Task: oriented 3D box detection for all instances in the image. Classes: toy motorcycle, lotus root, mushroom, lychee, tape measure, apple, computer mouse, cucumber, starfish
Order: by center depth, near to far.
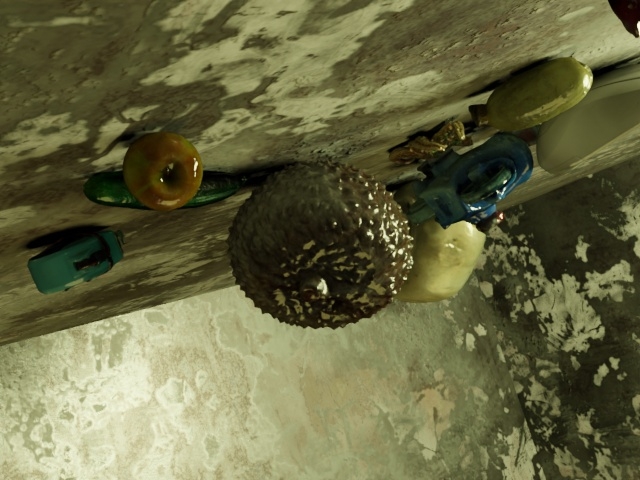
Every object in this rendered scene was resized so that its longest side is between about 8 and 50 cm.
[{"bbox_3d":[-0.177,-0.077,0.910,0.090,0.089,0.074,-15,-174,-26],"label":"apple"},{"bbox_3d":[-0.201,-0.068,1.093,0.056,0.056,0.284,-22,172,35],"label":"cucumber"},{"bbox_3d":[0.308,-0.207,1.192,0.183,0.077,0.090,-22,172,25],"label":"lotus root"},{"bbox_3d":[-0.001,-0.003,1.295,0.300,0.300,0.300,-18,174,-2],"label":"lychee"},{"bbox_3d":[-0.397,0.034,1.295,0.146,0.081,0.125,-17,-168,20],"label":"tape measure"},{"bbox_3d":[0.489,-0.226,1.374,0.297,0.121,0.184,-37,171,32],"label":"computer mouse"},{"bbox_3d":[0.192,-0.170,1.421,0.150,0.053,0.209,-6,179,5],"label":"starfish"},{"bbox_3d":[0.290,-0.137,1.547,0.182,0.241,0.319,27,164,-17],"label":"toy motorcycle"},{"bbox_3d":[0.190,-0.020,1.821,0.336,0.314,0.314,18,158,-23],"label":"mushroom"}]

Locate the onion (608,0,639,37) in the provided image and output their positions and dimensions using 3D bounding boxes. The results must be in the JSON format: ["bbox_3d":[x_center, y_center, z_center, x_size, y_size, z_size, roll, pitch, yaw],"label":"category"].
[{"bbox_3d":[0.338,-0.248,0.643,0.218,0.139,0.195,-15,177,-25],"label":"onion"}]
